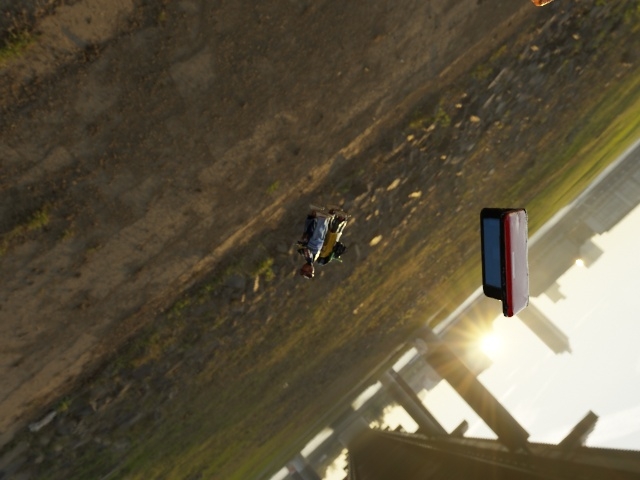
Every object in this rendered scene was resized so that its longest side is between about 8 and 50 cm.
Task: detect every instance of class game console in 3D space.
[{"bbox_3d":[0.253,0.027,0.724,0.085,0.144,0.124,0,-172,39],"label":"game console"}]

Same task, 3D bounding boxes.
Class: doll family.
[{"bbox_3d":[0.000,0.000,0.862,0.193,0.076,0.112,-2,116,-64],"label":"doll family"}]

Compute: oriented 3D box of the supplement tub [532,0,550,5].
[{"bbox_3d":[0.303,-0.451,0.726,0.117,0.190,0.117,-42,-162,17],"label":"supplement tub"}]
